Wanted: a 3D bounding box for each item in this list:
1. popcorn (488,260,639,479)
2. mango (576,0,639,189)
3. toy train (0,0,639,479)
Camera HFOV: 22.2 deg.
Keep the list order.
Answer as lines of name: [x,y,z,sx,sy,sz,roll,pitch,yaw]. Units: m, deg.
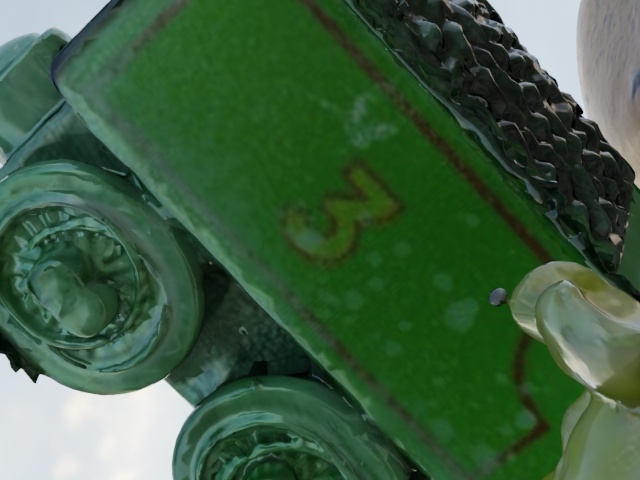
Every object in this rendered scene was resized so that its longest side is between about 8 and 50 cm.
popcorn: [0.111,0.071,0.371,0.135,0.141,0.162,-53,-57,-30]
mango: [0.235,-0.101,0.945,0.160,0.290,0.191,3,-70,-17]
toy train: [0.000,0.000,0.554,0.188,0.243,0.132,-39,9,26]
